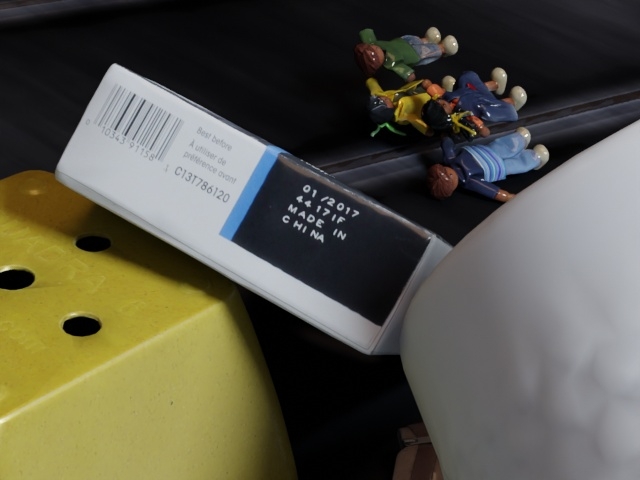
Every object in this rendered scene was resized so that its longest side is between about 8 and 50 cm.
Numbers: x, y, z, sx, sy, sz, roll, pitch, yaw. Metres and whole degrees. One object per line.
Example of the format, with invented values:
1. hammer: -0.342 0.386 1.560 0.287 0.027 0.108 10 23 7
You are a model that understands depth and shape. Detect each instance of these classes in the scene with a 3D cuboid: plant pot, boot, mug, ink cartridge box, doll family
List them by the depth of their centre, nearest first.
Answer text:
1. mug: 0.243 0.142 0.550 0.374 0.276 0.328 14 47 -51
2. plant pot: -0.140 0.093 0.624 0.212 0.187 0.212 29 39 32
3. ink cartridge box: 0.000 0.000 0.721 0.165 0.065 0.333 28 0 12
4. boot: 0.081 0.140 0.733 0.087 0.042 0.118 0 31 2
5. doll family: 0.094 -0.100 1.078 0.111 0.076 0.193 -17 42 -40
